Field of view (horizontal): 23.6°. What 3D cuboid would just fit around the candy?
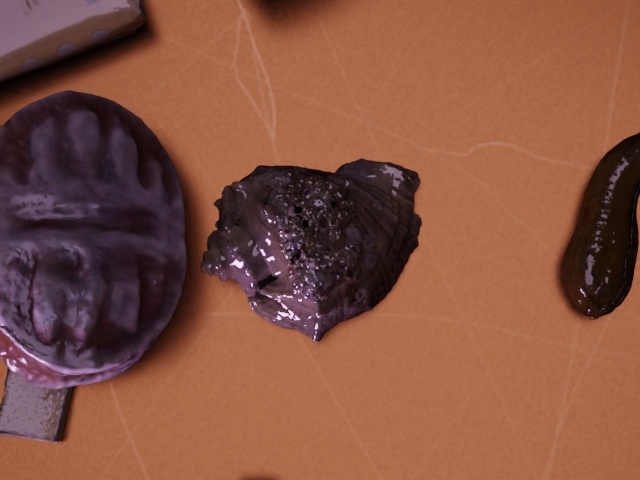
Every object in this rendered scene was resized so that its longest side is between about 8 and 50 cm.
[{"bbox_3d":[-0.244,0.003,1.513,0.214,0.157,0.289,4,68,-17],"label":"candy"}]

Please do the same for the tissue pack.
[{"bbox_3d":[-0.309,-0.268,1.583,0.222,0.090,0.186,-21,86,1],"label":"tissue pack"}]

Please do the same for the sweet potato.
[{"bbox_3d":[0.303,-0.032,1.547,0.081,0.062,0.233,26,84,-10],"label":"sweet potato"}]

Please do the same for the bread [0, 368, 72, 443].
[{"bbox_3d":[-0.287,0.131,1.580,0.068,0.028,0.153,9,85,4],"label":"bread"}]

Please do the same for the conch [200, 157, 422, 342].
[{"bbox_3d":[0.000,0.000,1.540,0.245,0.163,0.178,-23,117,-16],"label":"conch"}]
